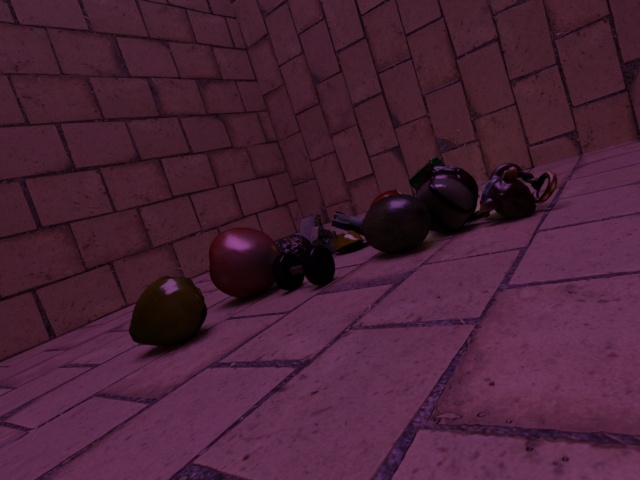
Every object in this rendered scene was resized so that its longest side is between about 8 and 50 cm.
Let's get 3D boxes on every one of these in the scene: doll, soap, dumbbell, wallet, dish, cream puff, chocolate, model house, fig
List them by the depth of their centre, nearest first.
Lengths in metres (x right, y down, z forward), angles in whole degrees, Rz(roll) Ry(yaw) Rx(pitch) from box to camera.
[{"bbox_3d":[-0.531,0.252,1.460,0.271,0.239,0.239,-36,12,-20],"label":"fig"},{"bbox_3d":[-0.067,0.109,1.665,0.218,0.152,0.152,-14,8,37],"label":"dumbbell"},{"bbox_3d":[0.780,-0.186,1.745,0.318,0.209,0.340,-50,-5,16],"label":"doll"},{"bbox_3d":[0.514,-0.163,1.793,0.283,0.283,0.186,-12,15,44],"label":"chocolate"},{"bbox_3d":[0.563,-0.241,1.947,0.218,0.273,0.098,-46,-2,43],"label":"soap"},{"bbox_3d":[-0.150,0.069,2.130,0.239,0.165,0.239,-24,16,7],"label":"cream puff"},{"bbox_3d":[0.136,-0.004,2.207,0.149,0.080,0.207,-13,-11,-32],"label":"dish"},{"bbox_3d":[0.184,-0.077,2.266,0.250,0.075,0.176,18,-9,4],"label":"wallet"},{"bbox_3d":[0.000,0.000,2.333,0.178,0.271,0.206,-15,-29,41],"label":"model house"}]

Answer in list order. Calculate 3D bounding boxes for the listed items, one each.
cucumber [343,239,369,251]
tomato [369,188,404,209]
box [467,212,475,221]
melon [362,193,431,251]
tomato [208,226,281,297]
[{"bbox_3d":[0.206,0.024,2.167,0.184,0.033,0.036,-21,-16,3],"label":"cucumber"},{"bbox_3d":[0.364,-0.128,2.094,0.224,0.256,0.256,-34,6,1],"label":"tomato"},{"bbox_3d":[0.613,-0.088,1.977,0.193,0.030,0.121,-19,6,-4],"label":"box"},{"bbox_3d":[0.305,-0.068,1.742,0.237,0.237,0.301,-23,3,-37],"label":"melon"},{"bbox_3d":[-0.323,0.096,1.847,0.321,0.321,0.321,-18,6,2],"label":"tomato"}]
